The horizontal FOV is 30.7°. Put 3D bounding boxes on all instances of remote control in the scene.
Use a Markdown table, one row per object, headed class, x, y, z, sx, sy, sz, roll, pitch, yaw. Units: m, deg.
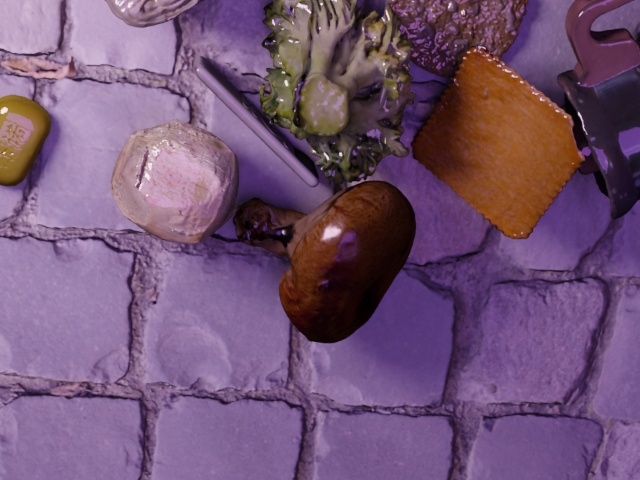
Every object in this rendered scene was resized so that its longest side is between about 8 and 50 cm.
| class | x | y | z | sx | sy | sz | roll | pitch | yaw |
| --- | --- | --- | --- | --- | --- | --- | --- | --- | --- |
| remote control | -0.091 | -0.178 | 1.741 | 0.029 | 0.067 | 0.261 | -41 | 111 | 13 |

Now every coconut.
| class | x | y | z | sx | sy | sz | roll | pitch | yaw |
| --- | --- | --- | --- | --- | --- | --- | --- | --- | --- |
| coconut | -0.203 | -0.082 | 1.703 | 0.194 | 0.194 | 0.194 | -3 | 112 | -7 |

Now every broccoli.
| class | x | y | z | sx | sy | sz | roll | pitch | yaw |
| --- | --- | --- | --- | --- | --- | --- | --- | --- | --- |
| broccoli | 0.024 | -0.225 | 1.643 | 0.288 | 0.245 | 0.248 | 38 | 106 | -14 |

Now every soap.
| class | x | y | z | sx | sy | sz | roll | pitch | yaw |
| --- | --- | --- | --- | --- | --- | --- | --- | --- | --- |
| soap | -0.456 | -0.145 | 1.712 | 0.089 | 0.045 | 0.140 | 25 | 106 | -21 |

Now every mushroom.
| class | x | y | z | sx | sy | sz | roll | pitch | yaw |
| --- | --- | --- | --- | --- | --- | --- | --- | --- | --- |
| mushroom | 0.033 | 0.007 | 1.774 | 0.267 | 0.267 | 0.254 | -27 | 82 | 3 |

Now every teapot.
| class | x | y | z | sx | sy | sz | roll | pitch | yaw |
| --- | --- | --- | --- | --- | --- | --- | --- | --- | --- |
| teapot | 0.524 | -0.227 | 1.694 | 0.362 | 0.305 | 0.376 | -24 | 122 | 9 |

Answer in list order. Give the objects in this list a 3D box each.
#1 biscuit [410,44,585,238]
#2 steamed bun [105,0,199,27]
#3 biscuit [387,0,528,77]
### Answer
| class | x | y | z | sx | sy | sz | roll | pitch | yaw |
| --- | --- | --- | --- | --- | --- | --- | --- | --- | --- |
| biscuit | 0.264 | -0.141 | 1.733 | 0.237 | 0.013 | 0.232 | 41 | 130 | 13 |
| steamed bun | -0.219 | -0.400 | 1.598 | 0.211 | 0.144 | 0.218 | -36 | 82 | -2 |
| biscuit | 0.205 | -0.349 | 1.738 | 0.220 | 0.033 | 0.220 | -4 | 113 | -8 |
